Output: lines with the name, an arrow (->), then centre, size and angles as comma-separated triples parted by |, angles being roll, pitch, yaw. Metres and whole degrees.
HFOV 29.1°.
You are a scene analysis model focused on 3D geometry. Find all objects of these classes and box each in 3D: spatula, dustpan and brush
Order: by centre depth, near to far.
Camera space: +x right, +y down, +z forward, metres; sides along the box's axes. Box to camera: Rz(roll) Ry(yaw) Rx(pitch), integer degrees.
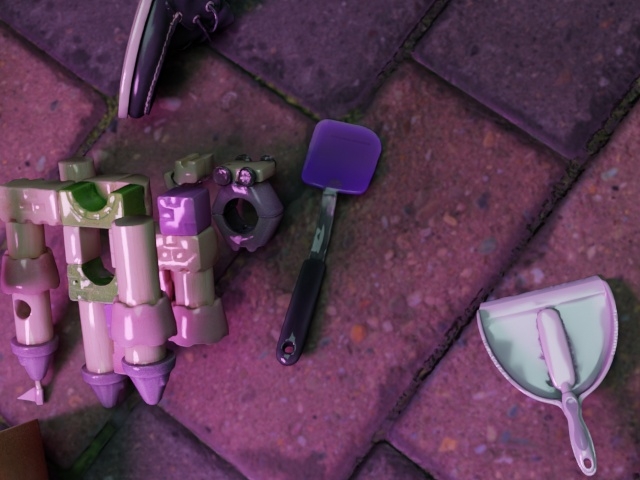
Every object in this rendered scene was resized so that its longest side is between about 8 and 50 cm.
dustpan and brush -> 0.255, 0.144, 1.292 | 0.147, 0.060, 0.211 | -14, 73, 6
spatula -> 0.000, 0.000, 1.395 | 0.084, 0.030, 0.297 | 12, 77, 11

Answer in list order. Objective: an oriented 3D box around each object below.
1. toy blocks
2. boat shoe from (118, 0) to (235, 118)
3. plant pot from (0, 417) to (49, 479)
toy blocks -> -0.219, 0.063, 1.349 | 0.288, 0.309, 0.260 | 3, 108, 23
boat shoe -> -0.151, -0.294, 1.462 | 0.113, 0.127, 0.340 | 17, 75, -9
plant pot -> -0.369, 0.344, 1.283 | 0.237, 0.237, 0.254 | -21, 86, 4
